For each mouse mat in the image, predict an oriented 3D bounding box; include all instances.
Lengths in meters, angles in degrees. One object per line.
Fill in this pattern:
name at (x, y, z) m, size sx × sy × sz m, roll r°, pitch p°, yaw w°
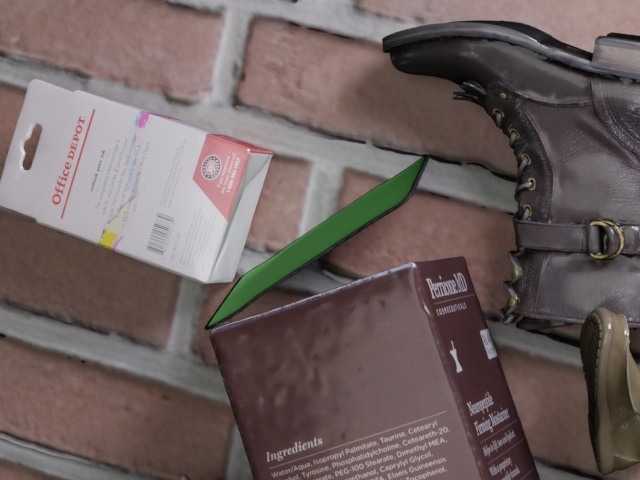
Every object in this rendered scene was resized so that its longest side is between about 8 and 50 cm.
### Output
mouse mat at (0.000, 0.000, 1.278) m, size 0.190 × 0.152 × 0.007 m, roll -34°, pitch 97°, yaw 16°

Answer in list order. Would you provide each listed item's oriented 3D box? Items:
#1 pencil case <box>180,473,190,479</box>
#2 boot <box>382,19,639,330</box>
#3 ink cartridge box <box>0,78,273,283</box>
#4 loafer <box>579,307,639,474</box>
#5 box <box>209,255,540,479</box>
pencil case at (-0.226, 0.333, 1.347) m, size 0.410 × 0.160 × 0.183 m, roll -24°, pitch 91°, yaw 17°
boot at (0.158, -0.045, 1.263) m, size 0.263 × 0.091 × 0.229 m, roll 10°, pitch 102°, yaw 24°
ink cartridge box at (-0.152, -0.050, 1.368) m, size 0.198 × 0.067 × 0.115 m, roll 20°, pitch 96°, yaw 15°
loafer at (0.221, 0.108, 1.240) m, size 0.050 × 0.056 × 0.148 m, roll -9°, pitch 129°, yaw 0°
box at (0.046, 0.133, 1.254) m, size 0.167 × 0.168 × 0.203 m, roll -19°, pitch 85°, yaw 17°
